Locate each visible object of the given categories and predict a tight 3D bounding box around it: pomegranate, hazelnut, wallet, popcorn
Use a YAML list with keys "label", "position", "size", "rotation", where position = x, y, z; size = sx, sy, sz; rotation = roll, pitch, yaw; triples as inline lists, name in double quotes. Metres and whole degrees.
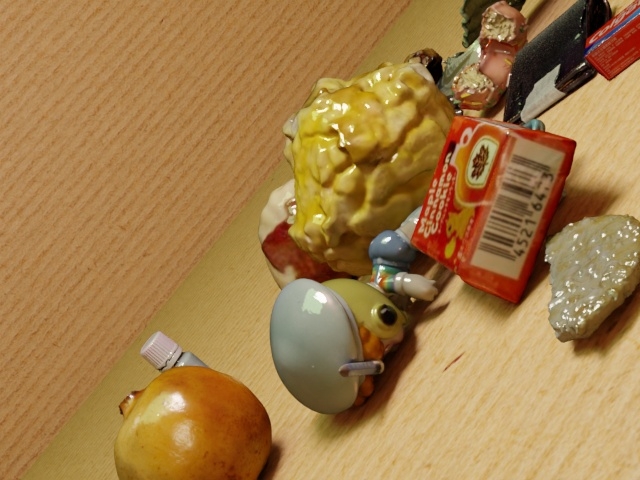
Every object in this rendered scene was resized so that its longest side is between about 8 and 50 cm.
- label: "pomegranate"
  position: [-0.217, 0.333, 1.651]
  size: [0.264, 0.264, 0.264]
  rotation: [-45, 13, 13]
- label: "hazelnut"
  position: [0.000, 0.000, 2.076]
  size: [0.241, 0.261, 0.261]
  rotation: [-11, 23, 11]
- label: "wallet"
  position: [0.438, -0.337, 1.892]
  size: [0.221, 0.071, 0.262]
  rotation: [-35, 24, 43]
- label: "popcorn"
  position: [0.108, -0.134, 1.810]
  size: [0.344, 0.354, 0.390]
  rotation: [-25, 67, 51]

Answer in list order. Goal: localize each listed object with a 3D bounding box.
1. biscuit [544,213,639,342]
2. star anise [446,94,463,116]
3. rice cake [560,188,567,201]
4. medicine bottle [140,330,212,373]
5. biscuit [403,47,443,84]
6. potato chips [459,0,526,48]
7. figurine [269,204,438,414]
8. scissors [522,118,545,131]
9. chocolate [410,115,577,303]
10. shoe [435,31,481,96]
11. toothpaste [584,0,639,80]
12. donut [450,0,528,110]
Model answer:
- label: "biscuit"
  position: [0.335, 0.028, 1.206]
  size: [0.141, 0.038, 0.290]
  rotation: [-38, 12, 24]
- label: "star anise"
  position: [0.198, -0.201, 2.194]
  size: [0.315, 0.108, 0.315]
  rotation: [-43, 17, 16]
- label: "rice cake"
  position: [0.334, -0.097, 1.572]
  size: [0.085, 0.040, 0.226]
  rotation: [-46, 13, 23]
- label: "medicine bottle"
  position: [-0.293, 0.281, 2.165]
  size: [0.083, 0.203, 0.083]
  rotation: [-44, 13, 13]
- label: "biscuit"
  position: [0.188, -0.326, 2.390]
  size: [0.289, 0.081, 0.334]
  rotation: [-52, -12, -8]
- label: "potato chips"
  position: [0.437, -0.614, 2.233]
  size: [0.389, 0.097, 0.373]
  rotation: [-39, -33, -9]
- label: "figurine"
  position: [0.061, 0.087, 1.591]
  size: [0.382, 0.205, 0.224]
  rotation: [-53, 7, -31]
- label: "scissors"
  position: [0.267, -0.066, 1.570]
  size: [0.289, 0.041, 0.138]
  rotation: [127, 158, -46]
- label: "chocolate"
  position: [0.235, -0.056, 1.426]
  size: [0.235, 0.108, 0.237]
  rotation: [-135, 61, -71]
- label: "shoe"
  position: [0.318, -0.380, 2.292]
  size: [0.103, 0.098, 0.275]
  rotation: [-21, -7, -41]
- label: "toothpaste"
  position: [0.567, -0.385, 1.603]
  size: [0.320, 0.066, 0.076]
  rotation: [-38, 16, 35]
- label: "donut"
  position: [0.357, -0.371, 2.071]
  size: [0.199, 0.085, 0.233]
  rotation: [-1, -64, -67]
